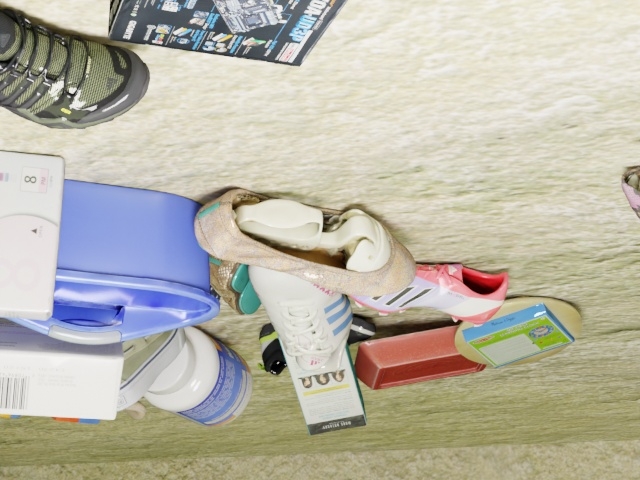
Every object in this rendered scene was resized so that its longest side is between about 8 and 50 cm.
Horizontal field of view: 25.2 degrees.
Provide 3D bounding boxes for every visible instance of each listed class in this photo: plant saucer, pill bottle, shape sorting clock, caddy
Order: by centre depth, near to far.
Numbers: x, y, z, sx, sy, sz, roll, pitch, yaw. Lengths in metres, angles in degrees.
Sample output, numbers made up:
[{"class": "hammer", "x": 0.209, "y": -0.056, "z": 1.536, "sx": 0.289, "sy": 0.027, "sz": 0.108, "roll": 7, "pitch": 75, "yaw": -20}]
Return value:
[{"class": "caddy", "x": -0.295, "y": 0.044, "z": 1.819, "sx": 0.341, "sy": 0.179, "sz": 0.241, "roll": 7, "pitch": 162, "yaw": -18}, {"class": "shape sorting clock", "x": 0.318, "y": 0.146, "z": 2.304, "sx": 0.206, "sy": 0.040, "sz": 0.206, "roll": -6, "pitch": 150, "yaw": -3}, {"class": "plant saucer", "x": 0.191, "y": 0.202, "z": 2.464, "sx": 0.259, "sy": 0.047, "sz": 0.259, "roll": -10, "pitch": 163, "yaw": -4}, {"class": "pill bottle", "x": -0.231, "y": 0.231, "z": 2.493, "sx": 0.152, "sy": 0.152, "sz": 0.272, "roll": -4, "pitch": 162, "yaw": 16}]

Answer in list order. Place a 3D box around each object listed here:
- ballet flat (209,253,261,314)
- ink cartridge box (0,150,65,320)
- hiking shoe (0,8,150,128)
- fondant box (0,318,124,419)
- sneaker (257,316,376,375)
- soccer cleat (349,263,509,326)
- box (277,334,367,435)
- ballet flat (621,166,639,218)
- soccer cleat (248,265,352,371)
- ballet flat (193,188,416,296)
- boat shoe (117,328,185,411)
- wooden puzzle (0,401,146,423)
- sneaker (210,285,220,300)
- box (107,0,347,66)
[{"class": "ballet flat", "x": -0.128, "y": 0.054, "z": 2.069, "sx": 0.067, "sy": 0.073, "sz": 0.206, "roll": 26, "pitch": 165, "yaw": 14}, {"class": "ink cartridge box", "x": -0.413, "y": -0.011, "z": 1.621, "sx": 0.232, "sy": 0.189, "sz": 0.066, "roll": 6, "pitch": 162, "yaw": -14}, {"class": "hiking shoe", "x": -0.269, "y": -0.158, "z": 1.294, "sx": 0.227, "sy": 0.086, "sz": 0.114, "roll": 3, "pitch": 167, "yaw": -5}, {"class": "fondant box", "x": -0.403, "y": 0.133, "z": 1.988, "sx": 0.238, "sy": 0.096, "sz": 0.330, "roll": 5, "pitch": -161, "yaw": -12}, {"class": "sneaker", "x": -0.005, "y": 0.185, "z": 2.415, "sx": 0.235, "sy": 0.097, "sz": 0.084, "roll": -11, "pitch": 160, "yaw": 36}, {"class": "soccer cleat", "x": 0.151, "y": 0.061, "z": 2.055, "sx": 0.248, "sy": 0.083, "sz": 0.095, "roll": 12, "pitch": 131, "yaw": -18}, {"class": "box", "x": 0.004, "y": 0.211, "z": 2.342, "sx": 0.101, "sy": 0.060, "sz": 0.244, "roll": -11, "pitch": 130, "yaw": 5}, {"class": "ballet flat", "x": 0.431, "y": -0.073, "z": 1.582, "sx": 0.222, "sy": 0.076, "sz": 0.079, "roll": -13, "pitch": 139, "yaw": 41}, {"class": "soccer cleat", "x": -0.018, "y": 0.108, "z": 2.075, "sx": 0.116, "sy": 0.143, "sz": 0.331, "roll": -4, "pitch": 163, "yaw": 15}, {"class": "ballet flat", "x": 0.000, "y": 0.000, "z": 1.795, "sx": 0.316, "sy": 0.107, "sz": 0.106, "roll": 8, "pitch": 149, "yaw": -25}, {"class": "boat shoe", "x": -0.286, "y": 0.160, "z": 2.218, "sx": 0.109, "sy": 0.094, "sz": 0.302, "roll": -14, "pitch": -162, "yaw": 13}, {"class": "wooden puzzle", "x": -0.486, "y": 0.194, "z": 2.225, "sx": 0.322, "sy": 0.080, "sz": 0.348, "roll": 31, "pitch": -174, "yaw": 38}, {"class": "sneaker", "x": -0.238, "y": 0.060, "z": 2.090, "sx": 0.209, "sy": 0.069, "sz": 0.082, "roll": 11, "pitch": -174, "yaw": -44}, {"class": "box", "x": -0.069, "y": -0.213, "z": 1.156, "sx": 0.175, "sy": 0.051, "sz": 0.220, "roll": 6, "pitch": 163, "yaw": -15}]
